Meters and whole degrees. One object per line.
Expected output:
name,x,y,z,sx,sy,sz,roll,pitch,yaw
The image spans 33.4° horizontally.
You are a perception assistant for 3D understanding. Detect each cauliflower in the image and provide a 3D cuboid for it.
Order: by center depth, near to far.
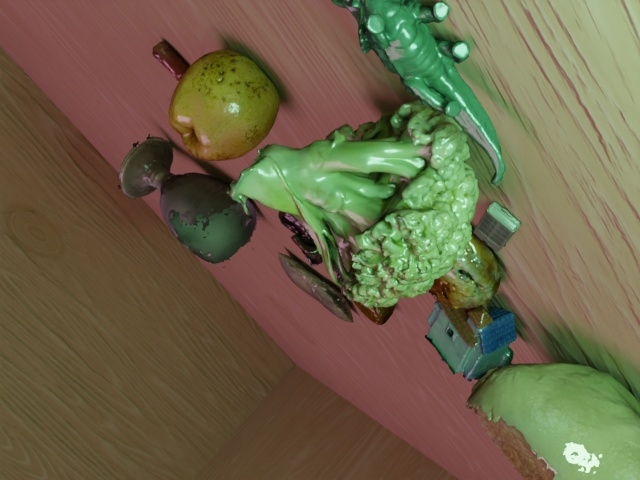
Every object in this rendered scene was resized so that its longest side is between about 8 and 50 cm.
cauliflower,0.065,-0.067,1.356,0.281,0.260,0.327,40,134,-3

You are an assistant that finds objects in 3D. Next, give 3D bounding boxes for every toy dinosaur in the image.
toy dinosaur,0.117,-0.186,1.129,0.292,0.079,0.120,45,174,-1

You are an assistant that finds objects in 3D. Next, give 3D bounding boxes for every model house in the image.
model house,0.261,0.135,1.768,0.148,0.119,0.148,57,153,26

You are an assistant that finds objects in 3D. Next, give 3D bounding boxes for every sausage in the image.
sausage,-0.249,-0.305,1.982,0.036,0.042,0.158,-28,118,37

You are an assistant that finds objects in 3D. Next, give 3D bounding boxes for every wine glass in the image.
wine glass,-0.318,-0.097,2.578,0.357,0.190,0.190,39,168,29

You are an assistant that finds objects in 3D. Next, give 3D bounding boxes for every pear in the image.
pear,-0.156,-0.210,1.699,0.178,0.178,0.178,40,168,10

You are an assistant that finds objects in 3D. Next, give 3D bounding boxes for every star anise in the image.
star anise,-0.005,-0.005,2.110,0.220,0.099,0.214,40,159,12

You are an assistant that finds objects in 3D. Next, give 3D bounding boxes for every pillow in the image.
pillow,-0.013,0.119,2.685,0.230,0.050,0.148,38,163,32

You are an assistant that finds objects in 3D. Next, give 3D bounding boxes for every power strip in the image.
power strip,0.240,-0.015,1.467,0.051,0.019,0.136,39,168,7

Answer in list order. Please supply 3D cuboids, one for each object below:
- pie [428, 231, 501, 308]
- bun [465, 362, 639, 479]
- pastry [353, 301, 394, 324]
pie,0.158,0.010,1.662,0.308,0.085,0.308,40,167,11
bun,0.406,0.312,1.654,0.364,0.202,0.364,46,174,6
pastry,0.113,0.135,2.313,0.097,0.057,0.109,50,165,-27
